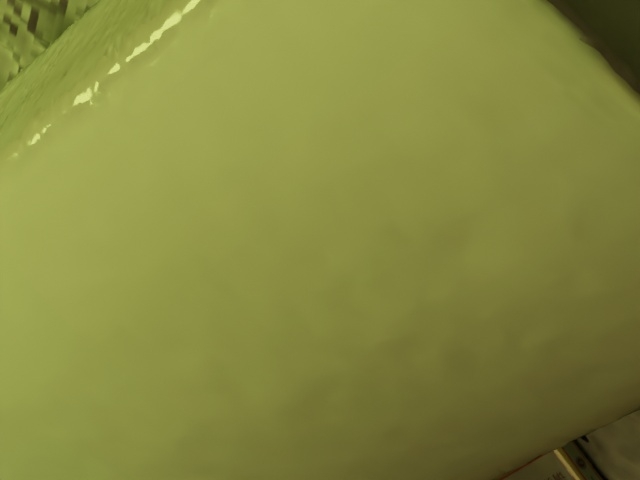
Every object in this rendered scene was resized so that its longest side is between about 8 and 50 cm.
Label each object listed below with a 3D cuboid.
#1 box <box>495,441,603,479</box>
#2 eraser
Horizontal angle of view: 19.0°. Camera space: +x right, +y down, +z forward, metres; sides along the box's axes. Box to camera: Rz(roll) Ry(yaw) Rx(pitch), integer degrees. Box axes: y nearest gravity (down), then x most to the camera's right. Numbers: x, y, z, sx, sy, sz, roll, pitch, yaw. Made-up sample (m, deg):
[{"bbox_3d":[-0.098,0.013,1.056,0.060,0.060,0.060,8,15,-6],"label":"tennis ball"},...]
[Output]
[{"bbox_3d":[0.083,0.102,0.582,0.046,0.012,0.083,-38,88,39],"label":"box"},{"bbox_3d":[0.000,0.000,0.518,0.174,0.095,0.270,38,133,-20],"label":"eraser"}]
